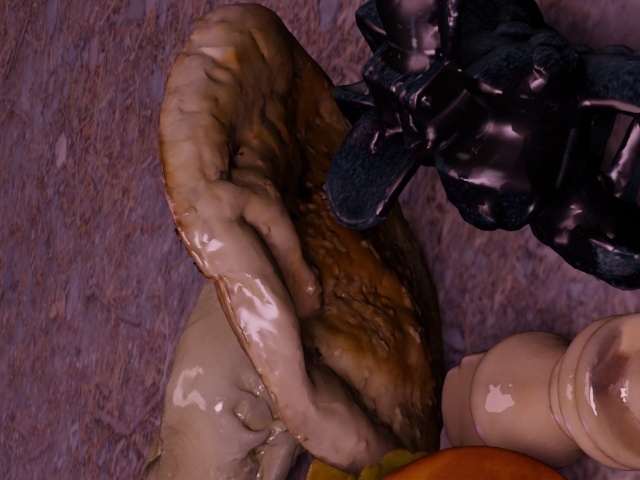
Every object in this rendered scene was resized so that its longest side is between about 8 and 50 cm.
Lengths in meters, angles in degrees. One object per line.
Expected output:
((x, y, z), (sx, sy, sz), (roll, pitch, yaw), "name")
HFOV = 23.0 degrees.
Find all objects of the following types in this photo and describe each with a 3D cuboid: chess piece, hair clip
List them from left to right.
((0.119, -0.085, 1.059), (0.310, 0.206, 0.194), (40, 115, 59), "hair clip")
((0.192, 0.096, 0.974), (0.397, 0.117, 0.117), (-16, 68, 60), "chess piece")

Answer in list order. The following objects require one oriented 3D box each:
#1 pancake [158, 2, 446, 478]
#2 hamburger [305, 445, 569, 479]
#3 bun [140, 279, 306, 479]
((0.001, 0.000, 1.139), (0.082, 0.387, 0.387), (-24, 55, 18), "pancake")
((0.060, 0.281, 0.993), (0.225, 0.291, 0.291), (-34, 53, 49), "hamburger")
((-0.074, 0.151, 1.428), (0.229, 0.145, 0.229), (18, -90, -85), "bun")
